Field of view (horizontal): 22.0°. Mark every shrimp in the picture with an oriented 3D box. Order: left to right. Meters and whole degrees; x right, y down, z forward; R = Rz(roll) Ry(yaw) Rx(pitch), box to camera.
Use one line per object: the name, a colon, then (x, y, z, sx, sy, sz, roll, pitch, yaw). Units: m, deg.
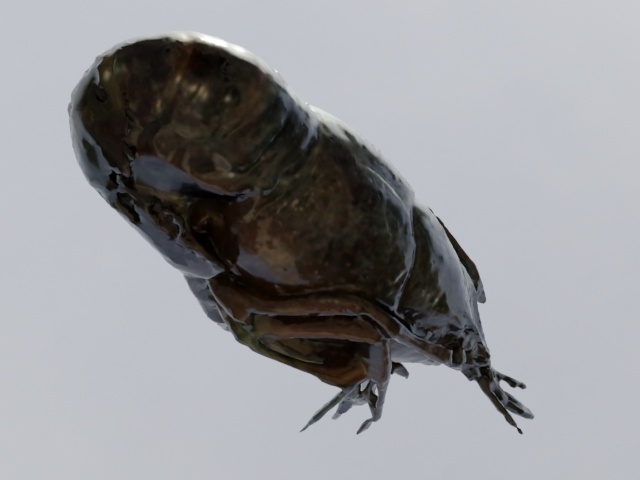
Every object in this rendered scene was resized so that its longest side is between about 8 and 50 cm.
shrimp: (-0.001, -0.001, 0.920, 0.137, 0.372, 0.172, -25, -136, 16)
